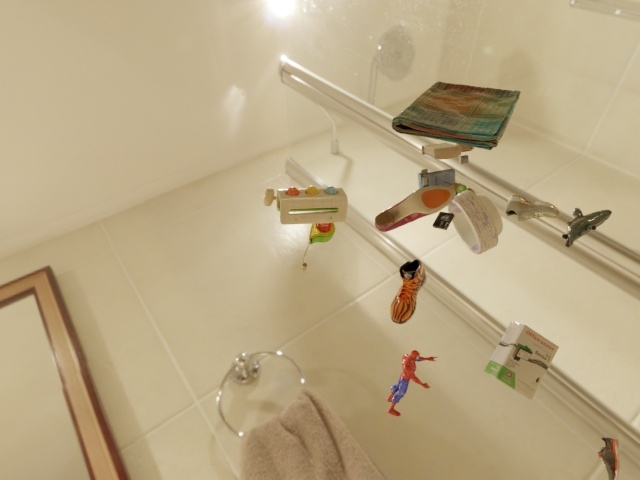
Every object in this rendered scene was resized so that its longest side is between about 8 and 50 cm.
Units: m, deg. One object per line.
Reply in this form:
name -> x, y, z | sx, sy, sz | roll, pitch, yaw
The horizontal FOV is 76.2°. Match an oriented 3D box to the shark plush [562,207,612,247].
shark plush -> 0.618, -0.035, 0.963 | 0.161, 0.067, 0.073 | -18, -85, -30

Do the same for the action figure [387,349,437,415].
action figure -> 0.328, 0.492, 1.424 | 0.138, 0.092, 0.281 | 8, -60, 0

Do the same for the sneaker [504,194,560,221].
sneaker -> 1.066, -0.138, 2.073 | 0.121, 0.262, 0.099 | -56, -47, -10

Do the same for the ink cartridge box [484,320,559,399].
ink cartridge box -> 0.724, 0.427, 1.472 | 0.220, 0.160, 0.092 | -58, 5, -6

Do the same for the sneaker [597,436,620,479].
sneaker -> 1.025, 0.780, 1.453 | 0.061, 0.064, 0.158 | 25, -109, -48

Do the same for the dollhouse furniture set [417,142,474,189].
dollhouse furniture set -> 0.671, -0.345, 2.112 | 0.285, 0.198, 0.304 | -8, -71, -1

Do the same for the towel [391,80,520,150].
towel -> 0.381, -0.361, 1.120 | 0.370, 0.271, 0.040 | -48, -33, -42

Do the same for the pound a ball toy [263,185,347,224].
pound a ball toy -> -0.068, -0.174, 1.681 | 0.318, 0.208, 0.136 | -2, -59, -12

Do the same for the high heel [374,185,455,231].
high heel -> 0.274, -0.089, 1.201 | 0.243, 0.082, 0.117 | -28, -10, 9

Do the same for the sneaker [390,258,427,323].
sneaker -> 0.398, 0.222, 1.916 | 0.321, 0.124, 0.180 | -62, -34, -28

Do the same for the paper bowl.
paper bowl -> 0.700, -0.092, 1.824 | 0.147, 0.285, 0.284 | -25, -37, 3

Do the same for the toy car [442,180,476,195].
toy car -> 0.685, -0.234, 2.072 | 0.155, 0.189, 0.149 | 31, -68, -37

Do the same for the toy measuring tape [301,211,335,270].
toy measuring tape -> 0.000, 0.000, 1.880 | 0.121, 0.121, 0.331 | 70, -153, -51

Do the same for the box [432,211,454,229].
box -> 0.546, -0.088, 1.815 | 0.083, 0.067, 0.018 | -55, -45, -20
